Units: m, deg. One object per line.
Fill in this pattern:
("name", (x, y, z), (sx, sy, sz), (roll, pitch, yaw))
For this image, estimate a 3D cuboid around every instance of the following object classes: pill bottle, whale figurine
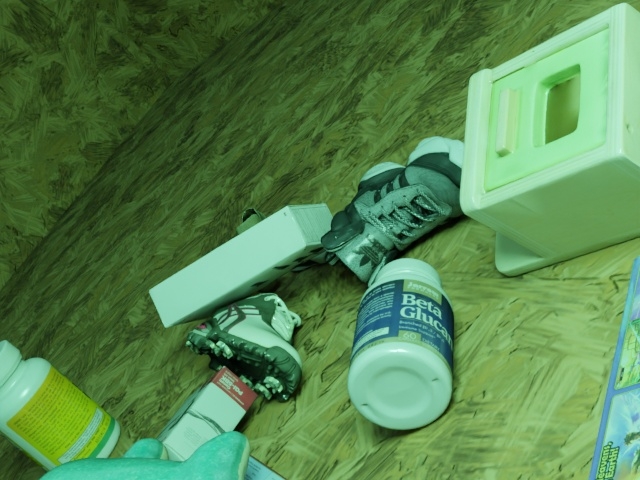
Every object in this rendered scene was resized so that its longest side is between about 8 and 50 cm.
("pill bottle", (0.079, 0.090, 1.022), (0.094, 0.094, 0.169), (-36, 21, 25))
("whale figurine", (-0.191, 0.266, 1.048), (0.272, 0.141, 0.216), (-33, 31, 25))
("pill bottle", (-0.393, 0.239, 1.520), (0.117, 0.208, 0.117), (-39, 19, 17))

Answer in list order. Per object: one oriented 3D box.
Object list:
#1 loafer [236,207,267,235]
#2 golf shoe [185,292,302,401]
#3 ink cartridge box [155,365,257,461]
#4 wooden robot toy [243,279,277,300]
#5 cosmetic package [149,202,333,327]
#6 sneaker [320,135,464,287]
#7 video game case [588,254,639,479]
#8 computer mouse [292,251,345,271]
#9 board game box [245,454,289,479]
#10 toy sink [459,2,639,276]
("loafer", (-0.105, -0.007, 1.685), (0.056, 0.050, 0.148), (-42, 19, 10))
("golf shoe", (-0.076, 0.111, 1.298), (0.120, 0.105, 0.273), (-44, 18, -15))
("ink cartridge box", (-0.143, 0.219, 1.221), (0.099, 0.056, 0.135), (-44, 5, 41))
("wooden robot toy", (-0.098, 0.058, 1.512), (0.079, 0.076, 0.173), (-30, 21, 9))
("cosmetic package", (-0.096, 0.033, 1.375), (0.239, 0.060, 0.099), (-30, -13, 28))
("sneaker", (0.093, -0.022, 1.233), (0.153, 0.101, 0.268), (-52, 14, -19))
("video game case", (0.291, 0.076, 0.656), (0.244, 0.061, 0.269), (-26, 26, 41))
("computer mouse", (0.000, 0.000, 1.461), (0.193, 0.042, 0.106), (-17, 34, 54))
("board game box", (-0.084, 0.287, 1.056), (0.145, 0.027, 0.281), (-48, 19, -14))
("toy sink", (0.212, -0.082, 0.976), (0.234, 0.131, 0.153), (-22, 50, 49))
